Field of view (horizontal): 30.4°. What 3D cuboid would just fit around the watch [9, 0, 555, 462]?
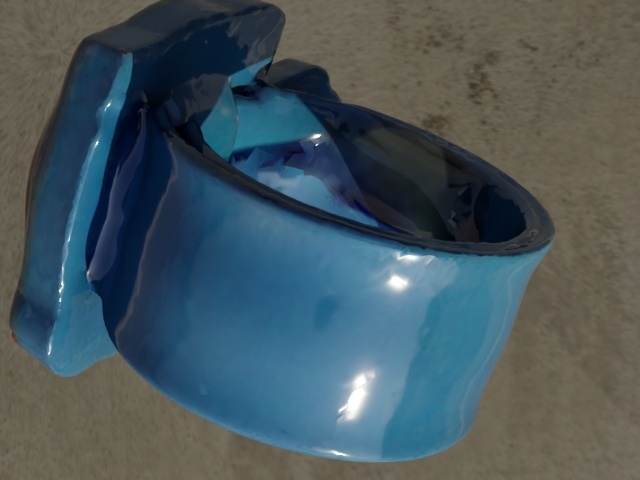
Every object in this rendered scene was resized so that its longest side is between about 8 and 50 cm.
[{"bbox_3d":[0.000,0.000,0.711,0.274,0.305,0.241,27,114,23],"label":"watch"}]
